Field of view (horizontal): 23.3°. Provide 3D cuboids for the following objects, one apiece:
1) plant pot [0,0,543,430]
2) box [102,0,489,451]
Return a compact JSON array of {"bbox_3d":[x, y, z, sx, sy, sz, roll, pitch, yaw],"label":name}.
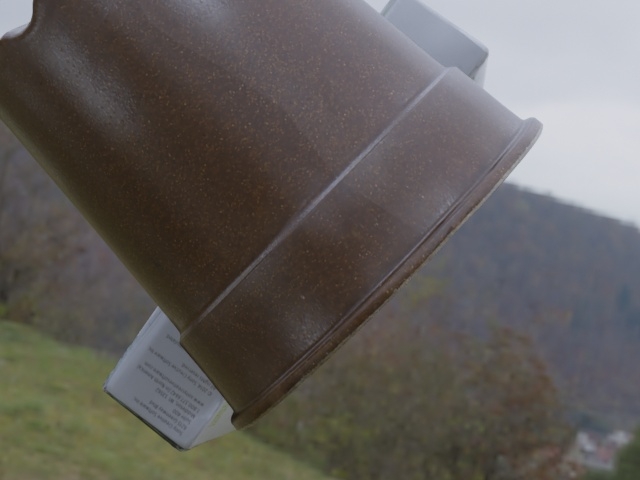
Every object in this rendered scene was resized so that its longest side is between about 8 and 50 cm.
[{"bbox_3d":[-0.032,-0.042,0.601,0.165,0.167,0.167,44,-5,-1],"label":"plant pot"},{"bbox_3d":[0.000,0.000,0.857,0.058,0.232,0.322,37,-1,7],"label":"box"}]
